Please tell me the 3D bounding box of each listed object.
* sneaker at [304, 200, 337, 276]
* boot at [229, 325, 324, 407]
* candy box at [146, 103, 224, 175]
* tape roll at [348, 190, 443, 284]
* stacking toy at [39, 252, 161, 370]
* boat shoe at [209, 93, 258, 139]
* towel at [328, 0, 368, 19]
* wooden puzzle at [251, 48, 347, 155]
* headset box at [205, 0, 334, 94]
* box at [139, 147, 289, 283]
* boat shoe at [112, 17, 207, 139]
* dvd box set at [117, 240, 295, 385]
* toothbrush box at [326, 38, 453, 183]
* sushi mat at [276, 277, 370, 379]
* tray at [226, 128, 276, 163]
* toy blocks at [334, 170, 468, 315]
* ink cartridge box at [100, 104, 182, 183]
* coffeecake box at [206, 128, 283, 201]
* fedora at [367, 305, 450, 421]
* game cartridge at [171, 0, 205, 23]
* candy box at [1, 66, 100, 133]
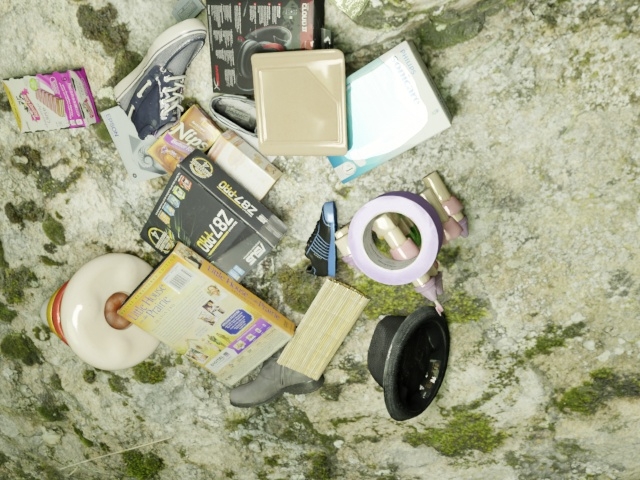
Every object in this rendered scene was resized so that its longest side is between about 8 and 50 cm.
[{"bbox_3d":[0.000,0.000,1.455,0.090,0.081,0.232,3,116,6],"label":"sneaker"},{"bbox_3d":[-0.169,0.393,1.677,0.338,0.118,0.223,-19,105,11],"label":"boot"},{"bbox_3d":[-0.365,-0.268,1.425,0.186,0.053,0.109,-41,103,11],"label":"candy box"},{"bbox_3d":[0.158,-0.007,1.105,0.189,0.080,0.189,5,104,19],"label":"tape roll"},{"bbox_3d":[-0.754,0.236,1.694,0.480,0.350,0.351,-10,112,38],"label":"stacking toy"},{"bbox_3d":[-0.133,-0.297,1.323,0.301,0.102,0.108,22,96,-3],"label":"boat shoe"},{"bbox_3d":[0.077,-0.596,1.195,0.110,0.027,0.148,34,118,-2],"label":"towel"},{"bbox_3d":[-0.045,-0.314,1.216,0.221,0.044,0.239,3,113,17],"label":"wooden puzzle"},{"bbox_3d":[-0.112,-0.464,1.260,0.293,0.110,0.218,6,115,13],"label":"headset box"},{"bbox_3d":[-0.311,-0.023,1.461,0.318,0.097,0.395,41,137,-8],"label":"box"},{"bbox_3d":[-0.370,-0.384,1.302,0.340,0.127,0.158,-28,90,37],"label":"boat shoe"},{"bbox_3d":[-0.327,0.227,1.516,0.420,0.062,0.307,38,118,-18],"label":"dvd box set"},{"bbox_3d":[0.135,-0.304,1.253,0.295,0.126,0.216,-27,102,25],"label":"toothbrush box"},{"bbox_3d":[0.008,0.265,1.547,0.151,0.019,0.316,26,106,-16],"label":"sushi mat"},{"bbox_3d":[-0.227,-0.220,1.449,0.145,0.030,0.270,43,117,-7],"label":"tray"},{"bbox_3d":[0.219,0.028,1.289,0.309,0.288,0.260,-30,97,22],"label":"toy blocks"},{"bbox_3d":[-0.478,-0.290,1.479,0.224,0.045,0.223,-13,109,20],"label":"ink cartridge box"},{"bbox_3d":[-0.219,-0.180,1.408,0.185,0.068,0.142,40,120,-4],"label":"coffeecake box"},{"bbox_3d":[0.227,0.328,1.473,0.152,0.334,0.334,15,122,43],"label":"fedora"},{"bbox_3d":[-0.335,-0.583,1.323,0.083,0.017,0.056,-31,106,25],"label":"game cartridge"},{"bbox_3d":[-0.767,-0.398,1.497,0.233,0.071,0.159,-2,114,17],"label":"candy box"}]
